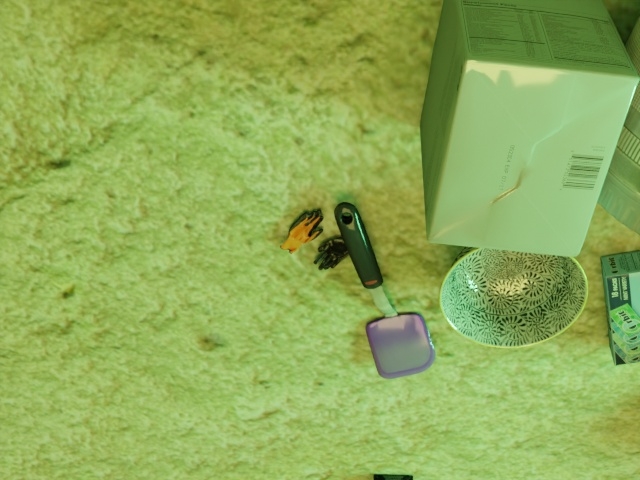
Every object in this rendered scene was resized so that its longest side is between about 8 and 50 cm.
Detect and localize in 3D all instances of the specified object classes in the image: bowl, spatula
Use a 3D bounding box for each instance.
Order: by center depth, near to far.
[{"bbox_3d":[0.225,0.041,1.055,0.170,0.080,0.170,3,129,3],"label":"bowl"},{"bbox_3d":[0.074,0.067,1.114,0.084,0.030,0.296,-13,130,14],"label":"spatula"}]

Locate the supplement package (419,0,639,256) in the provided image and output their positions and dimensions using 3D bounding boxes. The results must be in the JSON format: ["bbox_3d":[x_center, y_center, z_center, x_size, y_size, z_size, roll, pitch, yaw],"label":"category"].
[{"bbox_3d":[0.185,-0.127,0.848,0.149,0.203,0.194,6,129,-1],"label":"supplement package"}]

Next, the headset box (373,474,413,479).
[{"bbox_3d":[0.113,0.402,1.379,0.062,0.032,0.083,0,129,6],"label":"headset box"}]

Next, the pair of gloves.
[{"bbox_3d":[0.000,0.000,1.086,0.083,0.010,0.074,30,123,-21],"label":"pair of gloves"}]

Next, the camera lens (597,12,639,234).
[{"bbox_3d":[0.384,-0.145,0.806,0.219,0.219,0.274,13,128,-6],"label":"camera lens"}]

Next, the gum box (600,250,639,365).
[{"bbox_3d":[0.447,0.076,1.089,0.184,0.041,0.157,-9,127,13],"label":"gum box"}]
